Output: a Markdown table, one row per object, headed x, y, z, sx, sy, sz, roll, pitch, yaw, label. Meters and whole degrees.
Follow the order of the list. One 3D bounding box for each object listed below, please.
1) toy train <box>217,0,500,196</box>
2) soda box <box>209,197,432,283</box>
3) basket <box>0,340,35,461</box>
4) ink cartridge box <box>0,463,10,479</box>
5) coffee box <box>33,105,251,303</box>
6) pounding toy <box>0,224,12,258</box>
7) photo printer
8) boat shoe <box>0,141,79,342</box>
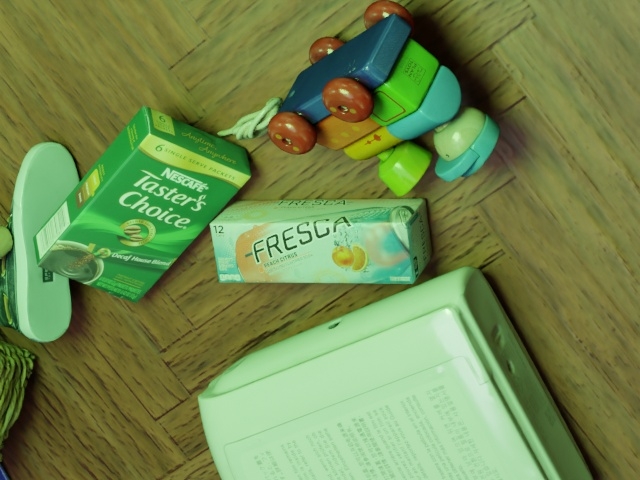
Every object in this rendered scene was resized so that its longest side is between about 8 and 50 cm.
| x | y | z | sx | sy | sz | roll | pitch | yaw | label |
| --- | --- | --- | --- | --- | --- | --- | --- | --- | --- |
| 0.030 | -0.089 | 1.484 | 0.143 | 0.105 | 0.248 | 38 | 149 | -17 | toy train |
| 0.000 | 0.000 | 1.536 | 0.183 | 0.063 | 0.058 | -1 | 111 | 20 | soda box |
| -0.454 | 0.142 | 1.629 | 0.299 | 0.223 | 0.213 | 21 | 87 | 13 | basket |
| -0.465 | 0.264 | 1.819 | 0.311 | 0.065 | 0.186 | -21 | 103 | 24 | ink cartridge box |
| -0.158 | -0.029 | 1.564 | 0.113 | 0.040 | 0.184 | 24 | 125 | -34 | coffee box |
| -0.425 | -0.003 | 1.607 | 0.269 | 0.154 | 0.155 | 15 | 112 | 32 | pounding toy |
| 0.056 | 0.186 | 1.569 | 0.307 | 0.107 | 0.256 | -24 | 102 | 27 | photo printer |
| -0.271 | -0.001 | 1.635 | 0.083 | 0.065 | 0.183 | 10 | 99 | 49 | boat shoe |
